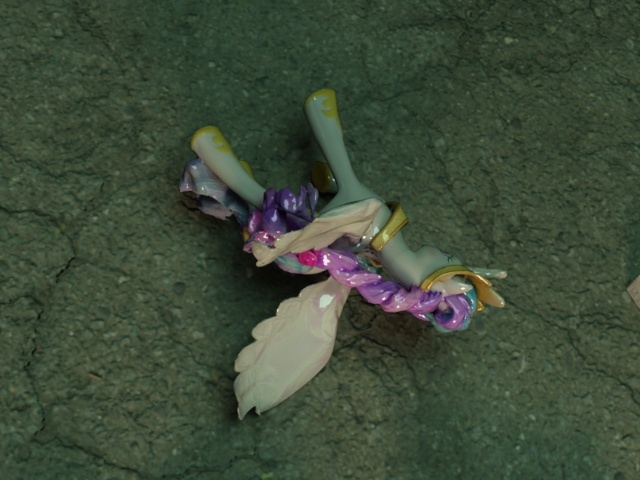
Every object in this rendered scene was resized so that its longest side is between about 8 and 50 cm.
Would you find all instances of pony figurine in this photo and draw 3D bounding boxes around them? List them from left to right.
[{"bbox_3d":[0.000,0.000,1.972,0.351,0.303,0.363,-21,54,-35],"label":"pony figurine"}]

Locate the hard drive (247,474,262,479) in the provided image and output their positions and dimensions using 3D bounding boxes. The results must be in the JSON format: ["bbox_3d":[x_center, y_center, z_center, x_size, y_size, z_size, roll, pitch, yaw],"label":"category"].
[{"bbox_3d":[-0.108,0.391,1.815,0.172,0.054,0.255,45,59,10],"label":"hard drive"}]

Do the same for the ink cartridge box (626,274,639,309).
[{"bbox_3d":[0.492,0.121,2.164,0.097,0.046,0.207,-22,70,-25],"label":"ink cartridge box"}]
